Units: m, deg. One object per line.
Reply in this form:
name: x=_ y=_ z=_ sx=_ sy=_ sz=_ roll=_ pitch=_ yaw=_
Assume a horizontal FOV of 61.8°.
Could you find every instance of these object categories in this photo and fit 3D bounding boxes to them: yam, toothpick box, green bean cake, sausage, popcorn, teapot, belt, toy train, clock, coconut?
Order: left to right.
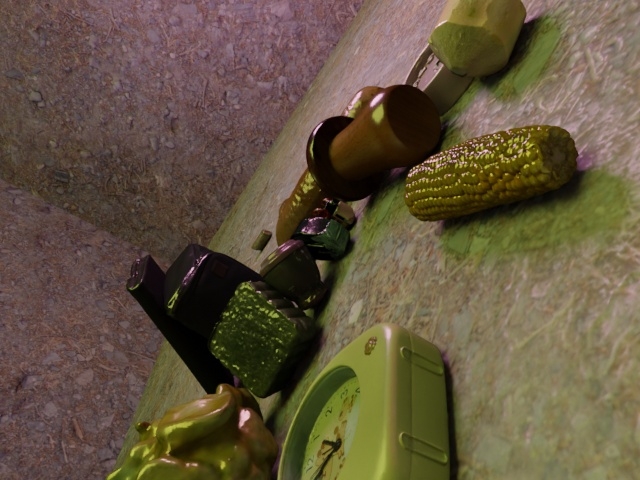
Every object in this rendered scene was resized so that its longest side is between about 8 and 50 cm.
popcorn: x=-0.198 y=0.405 z=0.909 sx=0.292 sy=0.294 sz=0.334 roll=-19 pitch=6 yaw=-21
yam: x=-0.217 y=0.001 z=1.968 sx=0.094 sy=0.043 sz=0.043 roll=-57 pitch=16 yaw=19
green bean cake: x=-0.119 y=0.195 z=1.088 sx=0.183 sy=0.185 sz=0.094 roll=-62 pitch=-24 yaw=13
teapot: x=-0.059 y=0.088 z=1.149 sx=0.148 sy=0.146 sz=0.116 roll=-42 pitch=-5 yaw=40
belt: x=0.000 y=0.000 z=1.179 sx=0.140 sy=0.105 sz=0.058 roll=-5 pitch=49 yaw=41
toy train: x=0.016 y=-0.037 z=1.241 sx=0.138 sy=0.087 sz=0.050 roll=-51 pitch=11 yaw=40
sausage: x=0.025 y=-0.170 z=1.372 sx=0.501 sy=0.123 sz=0.136 roll=-57 pitch=14 yaw=16
clock: x=0.030 y=0.262 z=0.670 sx=0.308 sy=0.096 sz=0.235 roll=-48 pitch=22 yaw=38
toothpick box: x=0.097 y=-0.194 z=1.091 sx=0.294 sy=0.192 sz=0.192 roll=-21 pitch=42 yaw=59
clock: x=0.246 y=-0.347 z=1.093 sx=0.197 sy=0.068 sz=0.197 roll=-53 pitch=18 yaw=26
coconut: x=0.265 y=-0.353 z=0.922 sx=0.153 sy=0.147 sz=0.147 roll=-62 pitch=16 yaw=-12

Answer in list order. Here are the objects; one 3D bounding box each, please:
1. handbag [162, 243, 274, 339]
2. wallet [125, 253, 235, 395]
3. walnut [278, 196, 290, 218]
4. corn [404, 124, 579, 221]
handbag: x=-0.221 y=0.140 z=1.301 sx=0.178 sy=0.302 sz=0.275 roll=-54 pitch=18 yaw=-1
wallet: x=-0.344 y=0.232 z=1.346 sx=0.062 sy=0.406 sz=0.228 roll=-31 pitch=21 yaw=-2
walnut: x=-0.069 y=-0.078 z=1.545 sx=0.105 sy=0.105 sz=0.124 roll=-64 pitch=17 yaw=-10
corn: x=0.205 y=-0.088 z=0.723 sx=0.101 sy=0.101 sz=0.310 roll=-66 pitch=15 yaw=-16
